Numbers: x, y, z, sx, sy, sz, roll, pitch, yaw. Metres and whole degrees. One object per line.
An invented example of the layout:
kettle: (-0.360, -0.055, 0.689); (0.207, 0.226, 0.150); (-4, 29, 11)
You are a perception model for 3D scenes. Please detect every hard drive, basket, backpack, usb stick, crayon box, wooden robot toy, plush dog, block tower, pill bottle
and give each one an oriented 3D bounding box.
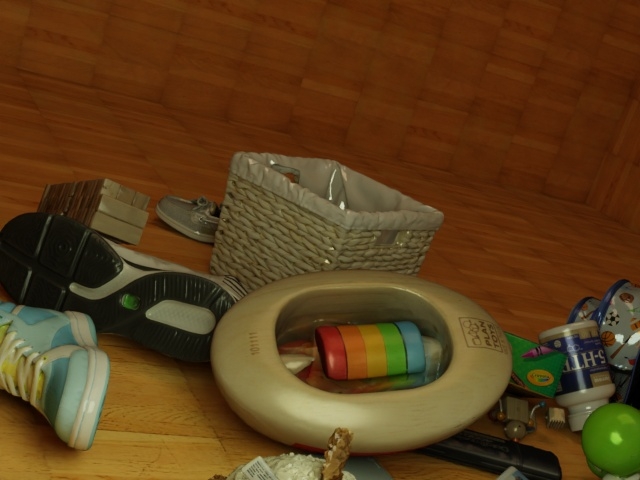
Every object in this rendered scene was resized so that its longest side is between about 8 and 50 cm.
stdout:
hard drive: (0.035, 0.325, 1.361); (0.135, 0.022, 0.094); (9, 18, -33)
basket: (0.000, 0.000, 1.987); (0.331, 0.266, 0.328); (30, 19, 34)
backpack: (0.590, 0.209, 1.960); (0.213, 0.263, 0.276); (25, 17, 21)
usb stick: (0.245, 0.328, 1.556); (0.278, 0.045, 0.077); (17, 22, -9)
crayon box: (0.318, 0.216, 1.775); (0.165, 0.081, 0.278); (20, -8, 2)
wooden robot toy: (0.336, 0.317, 1.711); (0.173, 0.076, 0.079); (15, 51, -14)
plush dog: (-0.035, 0.300, 1.111); (0.262, 0.210, 0.225); (13, -7, -17)
block tower: (-0.412, -0.049, 1.779); (0.097, 0.091, 0.335); (25, -12, -32)
pill bottle: (0.474, 0.248, 1.819); (0.112, 0.186, 0.112); (-13, -13, -3)

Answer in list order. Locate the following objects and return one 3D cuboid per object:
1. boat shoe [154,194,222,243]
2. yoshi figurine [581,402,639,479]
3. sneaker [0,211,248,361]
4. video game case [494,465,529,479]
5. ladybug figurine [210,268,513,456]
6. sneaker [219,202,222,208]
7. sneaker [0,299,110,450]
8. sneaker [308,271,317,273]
boat shoe: (-0.205, -0.044, 2.202); (0.320, 0.103, 0.118); (20, 15, 2)
yoshi figurine: (0.492, 0.362, 1.464); (0.204, 0.203, 0.362); (6, 16, -20)
sneaker: (-0.299, 0.090, 1.629); (0.447, 0.169, 0.257); (20, -2, 16)
video game case: (0.278, 0.421, 1.159); (0.300, 0.036, 0.329); (41, 23, 19)
ladybug figurine: (0.062, 0.186, 1.438); (0.449, 0.162, 0.305); (1, 46, -13)
sneaker: (-0.157, -0.076, 2.407); (0.086, 0.085, 0.237); (31, 18, 23)
sneaker: (-0.384, 0.162, 1.253); (0.208, 0.127, 0.319); (14, 6, -22)
sneaker: (0.044, 0.176, 1.769); (0.262, 0.121, 0.099); (41, 15, -7)
